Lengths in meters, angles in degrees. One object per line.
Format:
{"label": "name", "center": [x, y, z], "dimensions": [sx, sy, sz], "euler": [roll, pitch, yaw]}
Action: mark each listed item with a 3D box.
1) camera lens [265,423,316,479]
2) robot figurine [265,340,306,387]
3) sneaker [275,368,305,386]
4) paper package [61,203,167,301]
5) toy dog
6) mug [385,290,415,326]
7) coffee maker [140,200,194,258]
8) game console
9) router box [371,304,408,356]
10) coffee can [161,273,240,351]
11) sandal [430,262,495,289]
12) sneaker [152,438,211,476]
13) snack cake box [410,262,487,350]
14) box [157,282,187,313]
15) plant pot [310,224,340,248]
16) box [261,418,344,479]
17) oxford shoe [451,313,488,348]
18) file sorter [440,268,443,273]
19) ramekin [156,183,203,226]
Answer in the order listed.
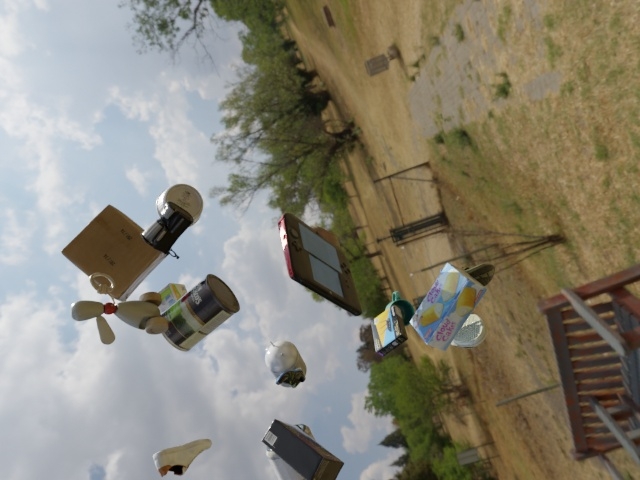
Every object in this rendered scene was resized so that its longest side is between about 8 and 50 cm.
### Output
{"label": "camera lens", "center": [-0.099, 0.984, 1.904], "dimensions": [0.274, 0.220, 0.219], "euler": [63, -173, 3]}
{"label": "robot figurine", "center": [-0.204, 0.731, 2.536], "dimensions": [0.300, 0.199, 0.353], "euler": [18, 143, 38]}
{"label": "sneaker", "center": [-0.145, 0.692, 2.138], "dimensions": [0.188, 0.067, 0.078], "euler": [9, -141, -49]}
{"label": "paper package", "center": [-0.915, 0.058, 1.935], "dimensions": [0.325, 0.309, 0.168], "euler": [40, 165, -1]}
{"label": "toy dog", "center": [-0.739, 0.281, 1.587], "dimensions": [0.334, 0.161, 0.220], "euler": [26, -146, -24]}
{"label": "mug", "center": [0.378, 0.337, 2.043], "dimensions": [0.157, 0.130, 0.097], "euler": [-64, 1, -16]}
{"label": "coffee maker", "center": [-0.589, -0.045, 1.697], "dimensions": [0.120, 0.178, 0.171], "euler": [44, -176, 33]}
{"label": "game console", "center": [0.000, 0.086, 1.617], "dimensions": [0.387, 0.060, 0.341], "euler": [35, -156, -37]}
{"label": "router box", "center": [0.275, 0.361, 1.724], "dimensions": [0.046, 0.133, 0.178], "euler": [39, -157, -21]}
{"label": "coffee can", "center": [-0.508, 0.302, 1.794], "dimensions": [0.201, 0.275, 0.201], "euler": [50, -176, -5]}
{"label": "sandal", "center": [0.599, 0.156, 1.810], "dimensions": [0.086, 0.303, 0.120], "euler": [-116, 13, -54]}
{"label": "sneaker", "center": [-0.602, 0.976, 1.907], "dimensions": [0.290, 0.106, 0.123], "euler": [10, -136, -52]}
{"label": "snack cake box", "center": [0.438, 0.229, 1.489], "dimensions": [0.089, 0.264, 0.152], "euler": [24, -167, -21]}
{"label": "box", "center": [-0.676, 0.316, 2.012], "dimensions": [0.203, 0.114, 0.103], "euler": [60, -164, 21]}
{"label": "plant pot", "center": [0.000, 0.000, 1.947], "dimensions": [0.109, 0.238, 0.237], "euler": [-66, -9, 1]}
{"label": "box", "center": [-0.067, 0.804, 1.627], "dimensions": [0.261, 0.103, 0.184], "euler": [20, 160, 38]}
{"label": "oxford shoe", "center": [0.688, 0.441, 2.007], "dimensions": [0.130, 0.169, 0.449], "euler": [45, 172, 5]}
{"label": "file sorter", "center": [0.744, 0.258, 2.407], "dimensions": [0.104, 0.118, 0.170], "euler": [53, -139, -46]}
{"label": "ramekin", "center": [-0.639, -0.163, 1.964], "dimensions": [0.109, 0.207, 0.207], "euler": [-24, 85, 58]}
